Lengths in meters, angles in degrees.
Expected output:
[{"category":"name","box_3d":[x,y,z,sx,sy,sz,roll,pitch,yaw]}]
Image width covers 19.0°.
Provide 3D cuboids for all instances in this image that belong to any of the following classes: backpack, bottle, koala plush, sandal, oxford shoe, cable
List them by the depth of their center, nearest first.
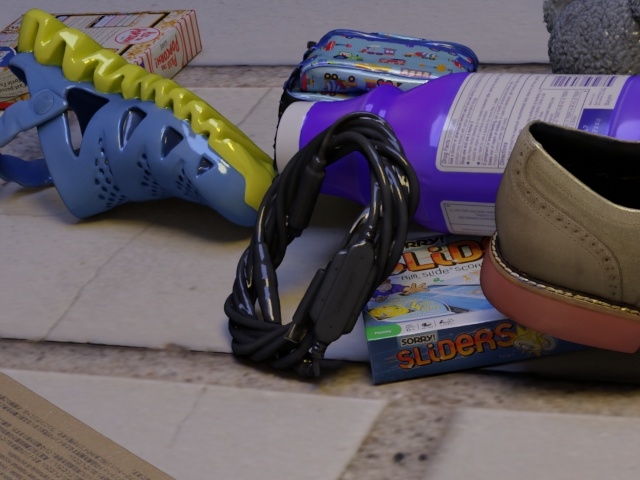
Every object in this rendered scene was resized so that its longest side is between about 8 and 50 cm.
[{"category":"oxford shoe","box_3d":[0.273,0.005,1.143,0.348,0.130,0.123,6,34,4]},{"category":"cable","box_3d":[0.000,0.000,1.291,0.047,0.184,0.150,24,-4,-29]},{"category":"bottle","box_3d":[0.108,-0.060,1.326,0.283,0.092,0.118,3,47,25]},{"category":"backpack","box_3d":[0.054,-0.102,1.487,0.158,0.117,0.173,10,23,11]},{"category":"koala plush","box_3d":[0.268,-0.172,1.493,0.221,0.203,0.196,-26,49,32]},{"category":"sandal","box_3d":[-0.159,-0.071,1.543,0.317,0.126,0.138,28,81,42]}]

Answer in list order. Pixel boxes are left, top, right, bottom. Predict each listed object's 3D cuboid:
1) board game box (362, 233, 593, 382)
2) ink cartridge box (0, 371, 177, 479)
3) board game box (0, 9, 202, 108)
[{"category":"board game box","box_3d":[0.127,0.033,1.287,0.201,0.035,0.136,-10,26,0]},{"category":"ink cartridge box","box_3d":[-0.191,0.178,1.048,0.193,0.088,0.235,-28,32,-30]},{"category":"board game box","box_3d":[-0.231,-0.174,1.827,0.194,0.045,0.147,2,28,23]}]
